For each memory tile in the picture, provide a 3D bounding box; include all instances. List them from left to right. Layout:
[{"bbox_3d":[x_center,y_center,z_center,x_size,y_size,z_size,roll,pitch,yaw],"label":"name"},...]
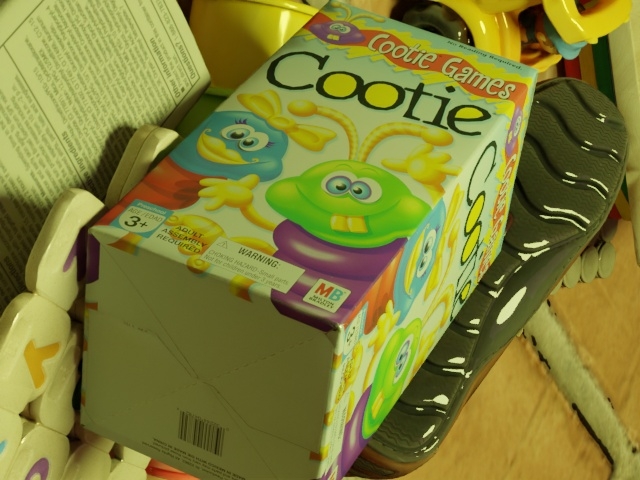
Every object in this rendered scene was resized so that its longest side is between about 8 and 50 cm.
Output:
[{"bbox_3d":[0.246,-0.012,1.643,0.148,0.012,0.113,-11,106,-53],"label":"memory tile"}]

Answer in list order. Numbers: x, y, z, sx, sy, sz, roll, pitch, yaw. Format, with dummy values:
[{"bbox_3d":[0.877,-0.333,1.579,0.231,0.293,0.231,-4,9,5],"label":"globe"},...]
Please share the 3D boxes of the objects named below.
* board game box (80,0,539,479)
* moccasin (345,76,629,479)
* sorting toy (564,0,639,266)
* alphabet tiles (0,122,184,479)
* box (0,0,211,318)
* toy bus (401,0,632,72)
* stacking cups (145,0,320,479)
[{"bbox_3d":[0.000,0.000,0.968,0.275,0.144,0.142,-50,155,-48],"label":"board game box"},{"bbox_3d":[0.120,0.028,1.360,0.380,0.139,0.147,-61,-174,-21],"label":"moccasin"},{"bbox_3d":[0.319,-0.138,1.640,0.257,0.089,0.255,-34,120,-49],"label":"sorting toy"},{"bbox_3d":[-0.129,0.080,0.950,0.284,0.021,0.278,-67,163,-8],"label":"alphabet tiles"},{"bbox_3d":[-0.202,-0.039,0.892,0.311,0.121,0.148,-54,138,-34],"label":"box"},{"bbox_3d":[0.173,-0.212,1.322,0.149,0.211,0.220,-36,127,-48],"label":"toy bus"},{"bbox_3d":[-0.074,-0.003,1.125,0.096,0.096,0.316,11,92,-56],"label":"stacking cups"}]
